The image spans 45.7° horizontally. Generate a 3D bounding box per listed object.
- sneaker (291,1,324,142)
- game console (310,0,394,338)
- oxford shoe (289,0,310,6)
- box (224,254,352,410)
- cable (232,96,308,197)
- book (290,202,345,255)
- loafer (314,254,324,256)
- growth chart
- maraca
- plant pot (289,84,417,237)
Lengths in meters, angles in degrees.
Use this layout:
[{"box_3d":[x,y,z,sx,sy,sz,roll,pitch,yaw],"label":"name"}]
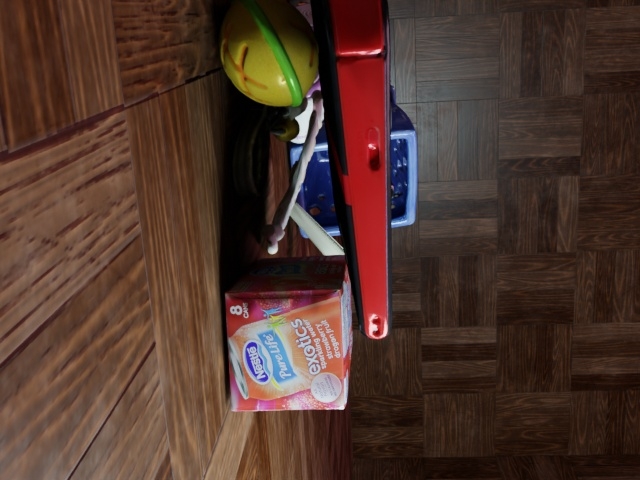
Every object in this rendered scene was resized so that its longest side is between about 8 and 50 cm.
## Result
[{"box_3d":[-0.027,-0.299,1.315,0.152,0.114,0.305,95,5,-50],"label":"sneaker"},{"box_3d":[0.037,-0.126,0.840,0.386,0.060,0.342,-97,179,-68],"label":"game console"},{"box_3d":[-0.017,-0.450,1.487,0.271,0.097,0.098,83,13,-51],"label":"oxford shoe"},{"box_3d":[-0.028,0.096,0.880,0.257,0.123,0.128,-61,149,-82],"label":"box"},{"box_3d":[-0.056,-0.157,0.933,0.287,0.072,0.139,-86,176,-63],"label":"cable"},{"box_3d":[0.000,0.000,1.374,0.144,0.035,0.096,46,-3,9],"label":"book"},{"box_3d":[0.005,0.078,1.501,0.251,0.094,0.087,-80,172,-69],"label":"loafer"},{"box_3d":[-0.034,-0.092,1.059,0.172,0.021,0.237,103,5,-74],"label":"growth chart"},{"box_3d":[-0.059,-0.204,0.810,0.127,0.099,0.185,66,-6,-23],"label":"maraca"},{"box_3d":[0.057,-0.168,1.491,0.236,0.236,0.212,83,0,-45],"label":"plant pot"}]
